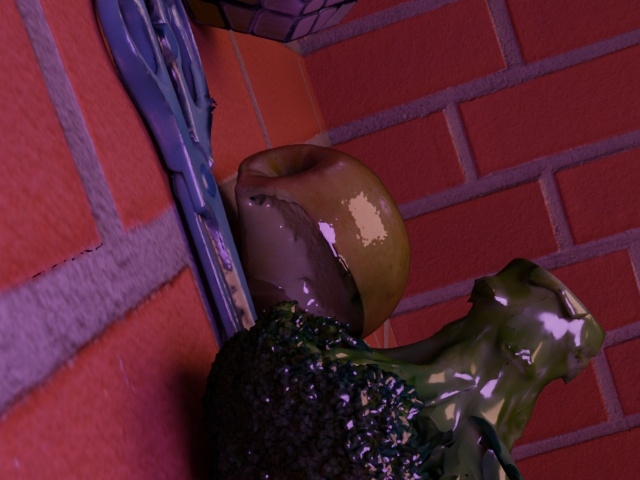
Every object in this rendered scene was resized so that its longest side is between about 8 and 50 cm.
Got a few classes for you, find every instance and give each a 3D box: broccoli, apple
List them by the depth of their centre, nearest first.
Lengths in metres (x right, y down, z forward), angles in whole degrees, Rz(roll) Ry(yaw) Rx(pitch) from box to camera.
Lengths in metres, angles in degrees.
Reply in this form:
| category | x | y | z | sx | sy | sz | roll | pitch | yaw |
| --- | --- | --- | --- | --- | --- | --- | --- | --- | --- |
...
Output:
| category | x | y | z | sx | sy | sz | roll | pitch | yaw |
| --- | --- | --- | --- | --- | --- | --- | --- | --- | --- |
| broccoli | 0.060 | 0.131 | 0.570 | 0.297 | 0.297 | 0.297 | 44 | -7 | 7 |
| apple | 0.000 | 0.000 | 0.868 | 0.207 | 0.174 | 0.188 | -122 | -154 | -55 |

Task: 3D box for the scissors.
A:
| category | x | y | z | sx | sy | sz | roll | pitch | yaw |
| --- | --- | --- | --- | --- | --- | --- | --- | --- | --- |
| scissors | -0.105 | -0.054 | 0.734 | 0.180 | 0.032 | 0.392 | -18 | 91 | -76 |

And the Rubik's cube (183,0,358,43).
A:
| category | x | y | z | sx | sy | sz | roll | pitch | yaw |
| --- | --- | --- | --- | --- | --- | --- | --- | --- | --- |
| Rubik's cube | -0.057 | -0.392 | 1.024 | 0.264 | 0.319 | 0.319 | 15 | -53 | 66 |
